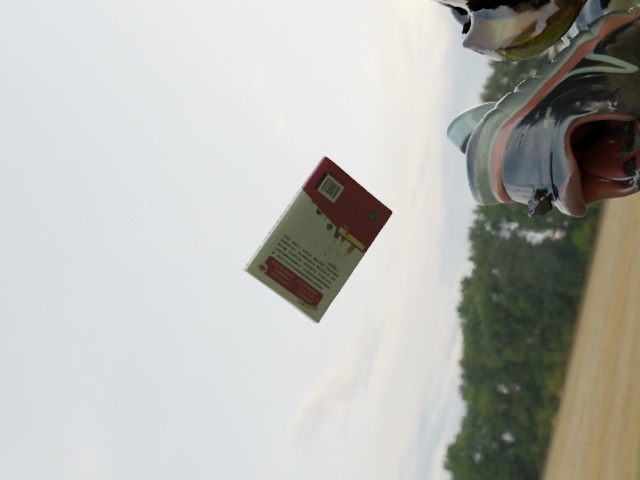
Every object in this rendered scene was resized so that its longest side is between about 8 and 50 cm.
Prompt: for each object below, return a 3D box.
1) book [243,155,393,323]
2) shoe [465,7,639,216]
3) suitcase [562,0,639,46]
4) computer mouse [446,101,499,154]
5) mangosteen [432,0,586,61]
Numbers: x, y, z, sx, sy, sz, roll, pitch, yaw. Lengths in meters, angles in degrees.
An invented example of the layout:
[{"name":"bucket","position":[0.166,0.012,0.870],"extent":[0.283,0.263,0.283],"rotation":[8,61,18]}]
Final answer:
[{"name":"book","position":[0.000,0.000,1.541],"extent":[0.232,0.162,0.022],"rotation":[-55,22,-8]},{"name":"shoe","position":[0.267,-0.114,0.835],"extent":[0.291,0.137,0.114],"rotation":[-36,-51,-19]},{"name":"suitcase","position":[0.473,-0.230,1.179],"extent":[0.339,0.351,0.194],"rotation":[-43,11,-3]},{"name":"computer mouse","position":[0.371,-0.229,1.915],"extent":[0.128,0.231,0.079],"rotation":[116,152,-58]},{"name":"mangosteen","position":[0.180,-0.343,0.914],"extent":[0.347,0.307,0.307],"rotation":[60,-140,-36]}]
